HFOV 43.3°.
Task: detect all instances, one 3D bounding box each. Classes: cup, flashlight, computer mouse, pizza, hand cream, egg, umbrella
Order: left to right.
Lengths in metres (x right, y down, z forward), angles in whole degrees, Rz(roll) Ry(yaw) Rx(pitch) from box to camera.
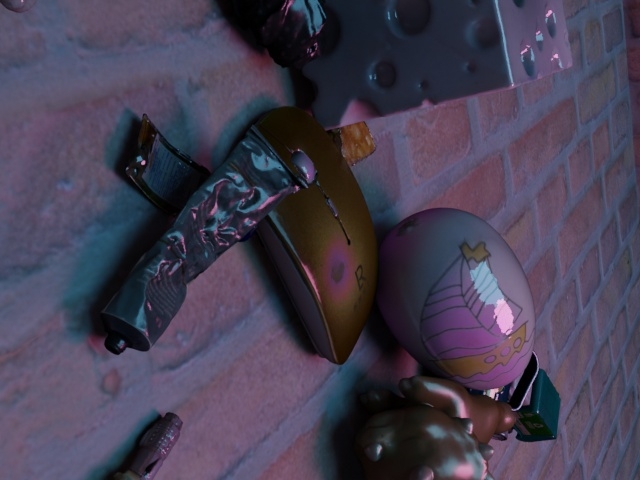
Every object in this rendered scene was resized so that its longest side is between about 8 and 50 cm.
[{"bbox_3d":[-0.153,0.191,0.690,0.031,0.052,0.110,38,42,-8],"label":"flashlight"},{"bbox_3d":[-0.119,-0.048,0.747,0.163,0.039,0.062,39,59,-44],"label":"hand cream"},{"bbox_3d":[-0.102,0.003,0.707,0.248,0.052,0.075,-50,132,-28],"label":"hand cream"},{"bbox_3d":[-0.083,-0.297,0.755,0.326,0.090,0.094,55,48,-42],"label":"umbrella"},{"bbox_3d":[0.000,0.000,0.903,0.158,0.072,0.310,-59,135,-43],"label":"computer mouse"},{"bbox_3d":[0.028,-0.139,0.993,0.100,0.029,0.099,-46,119,-52],"label":"pizza"},{"bbox_3d":[0.181,0.084,1.063,0.196,0.196,0.271,-43,110,-50],"label":"egg"},{"bbox_3d":[0.248,0.206,1.225,0.177,0.131,0.155,13,83,-18],"label":"cup"}]

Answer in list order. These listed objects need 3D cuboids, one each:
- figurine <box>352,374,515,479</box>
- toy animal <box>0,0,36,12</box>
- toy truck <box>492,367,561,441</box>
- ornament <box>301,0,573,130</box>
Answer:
[{"bbox_3d":[0.146,0.278,1.029,0.247,0.177,0.173,39,40,-56],"label":"figurine"},{"bbox_3d":[-0.267,-0.133,0.406,0.325,0.154,0.208,-61,164,-8],"label":"toy animal"},{"bbox_3d":[0.330,0.268,1.386,0.253,0.124,0.114,51,46,-48],"label":"toy truck"},{"bbox_3d":[0.123,-0.278,0.922,0.240,0.240,0.239,-27,106,-55],"label":"ornament"}]
